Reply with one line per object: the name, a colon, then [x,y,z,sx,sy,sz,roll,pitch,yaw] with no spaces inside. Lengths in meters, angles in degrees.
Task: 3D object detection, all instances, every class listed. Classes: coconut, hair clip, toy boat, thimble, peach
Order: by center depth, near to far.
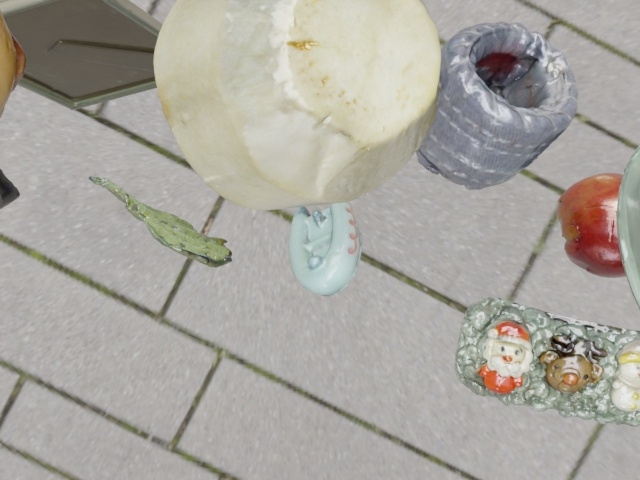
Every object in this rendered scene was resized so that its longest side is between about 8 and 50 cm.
coconut: [-0.028,-0.182,1.202,0.323,0.323,0.323,0,95,-3]
hair clip: [0.328,0.158,1.304,0.321,0.091,0.138,9,91,1]
thimble: [0.237,-0.193,1.514,0.205,0.236,0.172,31,137,-6]
peach: [0.509,-0.024,1.823,0.197,0.197,0.197,0,95,-3]
toy boat: [0.000,0.000,1.834,0.134,0.208,0.079,-21,138,22]

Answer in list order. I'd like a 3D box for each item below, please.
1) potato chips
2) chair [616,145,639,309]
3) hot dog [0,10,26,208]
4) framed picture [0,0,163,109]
potato chips: [-0.191,-0.021,1.318,0.207,0.092,0.028,31,105,-31]
chair: [0.268,-0.026,0.591,0.190,0.274,0.203,-26,70,8]
hot dog: [-0.296,-0.178,0.702,0.107,0.194,0.326,-51,130,-33]
framed picture: [-0.413,-0.327,1.830,0.326,0.446,0.028,-11,78,18]
